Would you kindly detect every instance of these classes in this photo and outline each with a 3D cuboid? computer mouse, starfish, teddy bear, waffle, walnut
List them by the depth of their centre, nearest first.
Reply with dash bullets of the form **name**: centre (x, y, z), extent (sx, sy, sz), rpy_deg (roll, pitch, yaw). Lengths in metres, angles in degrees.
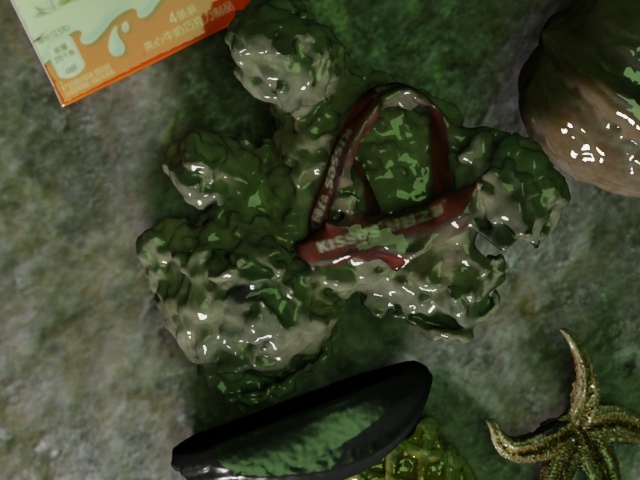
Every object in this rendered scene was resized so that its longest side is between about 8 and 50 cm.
- **teddy bear**: centre (0.000, 0.000, 1.816), extent (0.357, 0.224, 0.368), rpy_deg (32, 91, -2)
- **computer mouse**: centre (-0.010, 0.197, 1.870), extent (0.269, 0.137, 0.086), rpy_deg (-18, 92, -12)
- **walnut**: centre (0.302, -0.152, 1.876), extent (0.224, 0.224, 0.224), rpy_deg (-2, 98, -14)
- **waffle**: centre (0.081, 0.303, 1.950), extent (0.208, 0.054, 0.214), rpy_deg (-32, 98, -5)
- **starfish**: centre (0.269, 0.197, 1.985), extent (0.213, 0.057, 0.238), rpy_deg (-9, 104, -21)

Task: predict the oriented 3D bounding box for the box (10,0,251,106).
- **box**: centre (-0.178, -0.301, 1.800), extent (0.273, 0.048, 0.265), rpy_deg (-27, 103, -4)
